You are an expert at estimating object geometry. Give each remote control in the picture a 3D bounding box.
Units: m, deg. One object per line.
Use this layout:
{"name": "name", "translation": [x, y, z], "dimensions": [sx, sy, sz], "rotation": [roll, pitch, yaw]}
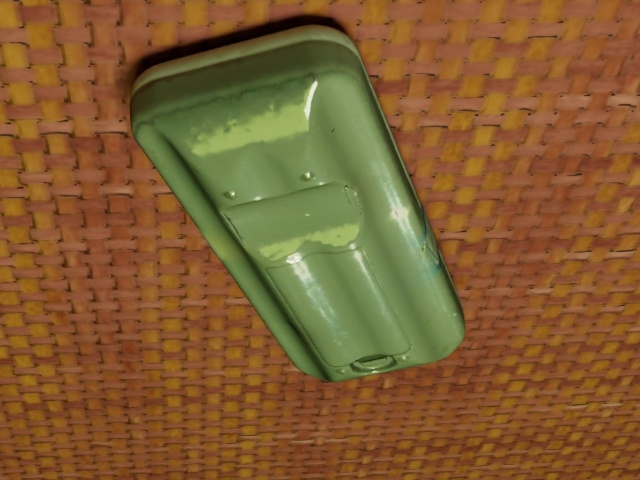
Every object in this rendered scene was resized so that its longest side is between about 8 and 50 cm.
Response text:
{"name": "remote control", "translation": [0.000, 0.000, 0.798], "dimensions": [0.128, 0.065, 0.335], "rotation": [-11, 147, 12]}
